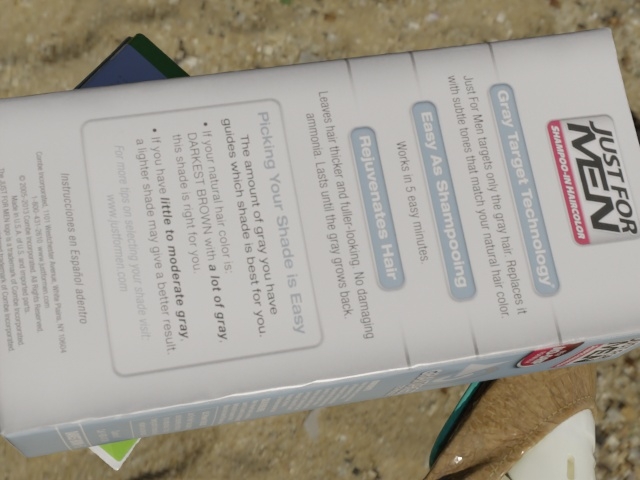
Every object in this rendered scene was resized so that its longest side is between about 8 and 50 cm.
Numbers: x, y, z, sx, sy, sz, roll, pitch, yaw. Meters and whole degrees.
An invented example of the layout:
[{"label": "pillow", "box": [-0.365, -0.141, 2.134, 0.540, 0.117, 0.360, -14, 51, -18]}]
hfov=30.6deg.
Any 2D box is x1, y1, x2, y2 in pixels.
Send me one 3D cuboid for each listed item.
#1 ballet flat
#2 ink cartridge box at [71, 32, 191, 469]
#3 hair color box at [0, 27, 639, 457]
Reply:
[{"label": "ballet flat", "box": [0.100, 0.189, 0.756, 0.342, 0.116, 0.124, -45, 56, -14]}, {"label": "ink cartridge box", "box": [-0.144, 0.011, 0.807, 0.189, 0.097, 0.255, 42, 57, -6]}, {"label": "hair color box", "box": [0.000, 0.000, 0.684, 0.374, 0.113, 0.185, -8, 75, -9]}]
